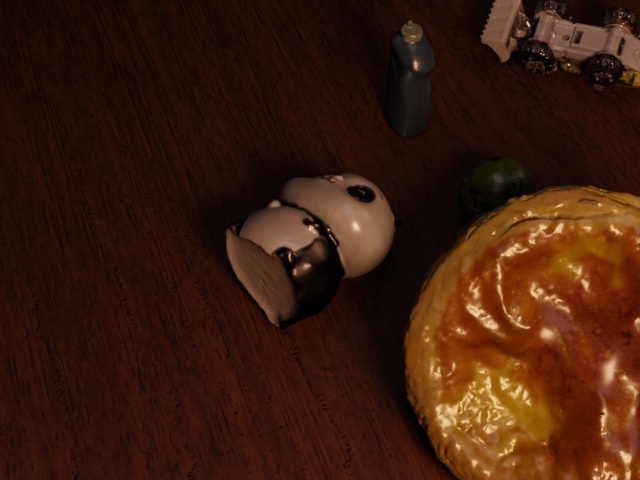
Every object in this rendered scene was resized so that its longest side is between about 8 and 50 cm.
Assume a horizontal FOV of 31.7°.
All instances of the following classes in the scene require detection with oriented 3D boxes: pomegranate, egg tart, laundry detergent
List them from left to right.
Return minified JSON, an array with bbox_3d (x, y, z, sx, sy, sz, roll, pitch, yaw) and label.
[{"bbox_3d":[0.142,-0.265,1.812,0.061,0.206,0.097,-15,51,-13],"label":"laundry detergent"},{"bbox_3d":[0.280,-0.057,1.705,0.122,0.122,0.161,-31,67,-23],"label":"pomegranate"},{"bbox_3d":[0.330,0.145,1.436,0.443,0.178,0.443,0,90,14],"label":"egg tart"}]

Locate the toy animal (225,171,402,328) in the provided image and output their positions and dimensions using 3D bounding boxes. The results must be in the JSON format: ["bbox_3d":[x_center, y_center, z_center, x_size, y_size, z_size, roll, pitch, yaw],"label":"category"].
[{"bbox_3d":[-0.004,-0.004,1.625,0.235,0.165,0.187,-38,43,-24],"label":"toy animal"}]

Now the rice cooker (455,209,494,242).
[{"bbox_3d":[0.287,0.044,1.616,0.206,0.127,0.145,35,60,21],"label":"rice cooker"}]

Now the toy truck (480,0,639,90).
[{"bbox_3d":[0.423,-0.333,1.933,0.285,0.111,0.136,16,68,15],"label":"toy truck"}]
